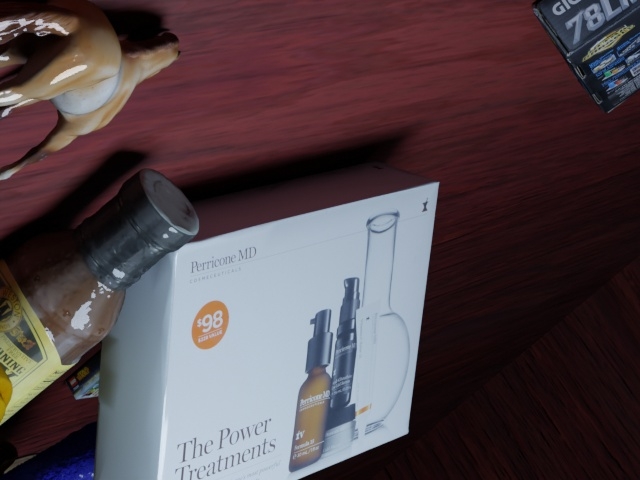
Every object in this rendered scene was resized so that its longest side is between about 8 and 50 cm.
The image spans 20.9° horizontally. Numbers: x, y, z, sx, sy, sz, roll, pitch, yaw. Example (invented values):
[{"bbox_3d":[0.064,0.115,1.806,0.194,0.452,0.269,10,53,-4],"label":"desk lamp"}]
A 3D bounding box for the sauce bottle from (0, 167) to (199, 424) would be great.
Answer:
[{"bbox_3d":[-0.248,0.067,1.449,0.344,0.111,0.111,-40,164,18],"label":"sauce bottle"}]

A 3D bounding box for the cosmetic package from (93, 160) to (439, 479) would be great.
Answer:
[{"bbox_3d":[-0.046,0.092,1.668,0.377,0.097,0.284,-16,116,-47],"label":"cosmetic package"}]

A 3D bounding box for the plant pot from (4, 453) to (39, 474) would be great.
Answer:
[{"bbox_3d":[-0.395,0.363,2.062,0.237,0.109,0.237,-30,164,-10],"label":"plant pot"}]

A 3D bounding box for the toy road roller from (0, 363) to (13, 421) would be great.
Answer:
[{"bbox_3d":[-0.369,0.160,1.223,0.329,0.240,0.202,-22,161,-36],"label":"toy road roller"}]

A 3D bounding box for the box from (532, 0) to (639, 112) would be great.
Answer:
[{"bbox_3d":[0.374,-0.263,1.763,0.295,0.073,0.293,-36,164,10],"label":"box"}]

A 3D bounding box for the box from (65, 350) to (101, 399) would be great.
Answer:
[{"bbox_3d":[-0.198,0.120,1.865,0.137,0.027,0.094,-39,163,22],"label":"box"}]

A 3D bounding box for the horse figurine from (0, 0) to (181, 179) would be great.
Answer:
[{"bbox_3d":[-0.182,-0.106,1.124,0.174,0.066,0.263,-28,167,1],"label":"horse figurine"}]

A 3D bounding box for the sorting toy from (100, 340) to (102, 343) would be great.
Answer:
[{"bbox_3d":[-0.263,0.156,1.658,0.365,0.126,0.127,-30,165,-16],"label":"sorting toy"}]

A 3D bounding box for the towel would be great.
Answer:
[{"bbox_3d":[-0.345,0.282,1.710,0.308,0.076,0.228,-30,174,-35],"label":"towel"}]

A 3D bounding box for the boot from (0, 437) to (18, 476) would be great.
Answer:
[{"bbox_3d":[-0.413,0.259,1.798,0.152,0.073,0.197,-44,164,14],"label":"boot"}]
